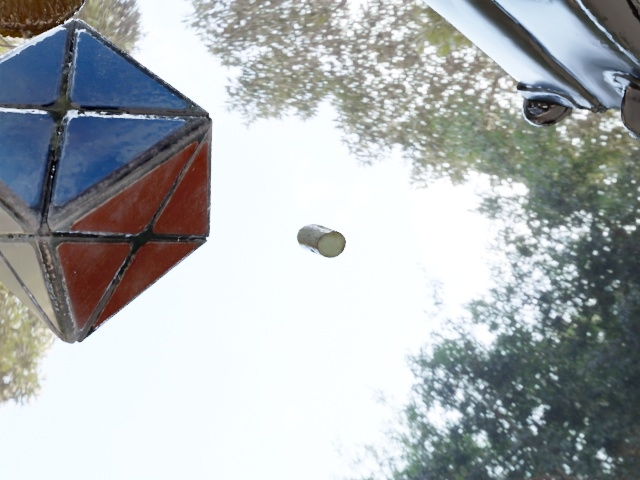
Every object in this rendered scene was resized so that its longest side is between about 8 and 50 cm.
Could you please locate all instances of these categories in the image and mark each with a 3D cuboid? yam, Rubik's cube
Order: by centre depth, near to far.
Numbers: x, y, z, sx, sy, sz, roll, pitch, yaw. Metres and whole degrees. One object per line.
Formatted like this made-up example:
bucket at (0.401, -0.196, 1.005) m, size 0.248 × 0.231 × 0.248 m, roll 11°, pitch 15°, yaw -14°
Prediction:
Rubik's cube at (-0.304, -0.074, 0.959) m, size 0.260 × 0.255 × 0.259 m, roll 40°, pitch -124°, yaw 18°
yam at (0.000, 0.000, 1.088) m, size 0.043 × 0.094 × 0.043 m, roll -4°, pitch -79°, yaw -22°

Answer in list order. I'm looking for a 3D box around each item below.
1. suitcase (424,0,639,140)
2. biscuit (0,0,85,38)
suitcase at (0.190, -0.279, 0.534) m, size 0.345 × 0.188 × 0.339 m, roll 25°, pitch -94°, yaw -37°
biscuit at (-0.300, -0.321, 0.650) m, size 0.038 × 0.305 × 0.305 m, roll -7°, pitch -71°, yaw 28°
